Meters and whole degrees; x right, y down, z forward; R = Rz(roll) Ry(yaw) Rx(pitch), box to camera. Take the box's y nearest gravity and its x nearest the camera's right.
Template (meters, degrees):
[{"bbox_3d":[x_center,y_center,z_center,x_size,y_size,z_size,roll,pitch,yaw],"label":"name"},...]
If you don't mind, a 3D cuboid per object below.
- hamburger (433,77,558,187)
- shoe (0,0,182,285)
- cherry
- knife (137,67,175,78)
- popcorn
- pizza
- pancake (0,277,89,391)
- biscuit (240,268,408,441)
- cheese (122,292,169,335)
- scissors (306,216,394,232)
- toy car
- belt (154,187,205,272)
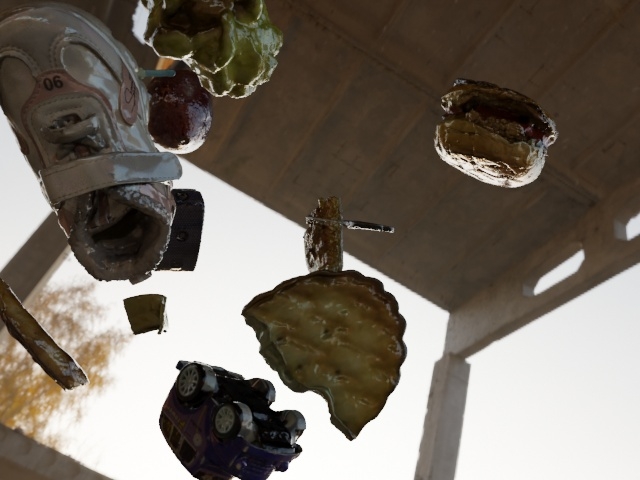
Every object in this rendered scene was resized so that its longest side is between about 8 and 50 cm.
[{"bbox_3d":[0.340,-0.206,1.153,0.245,0.244,0.162,25,-83,-5],"label":"hamburger"},{"bbox_3d":[-0.276,-0.111,0.726,0.172,0.198,0.350,-24,-51,-3],"label":"shoe"},{"bbox_3d":[-0.401,-0.359,1.649,0.203,0.300,0.230,9,-56,-18],"label":"cherry"},{"bbox_3d":[-0.397,-0.401,1.399,0.096,0.010,0.027,-5,-79,-14],"label":"knife"},{"bbox_3d":[-0.170,-0.356,0.939,0.195,0.255,0.256,-23,-69,15],"label":"popcorn"},{"bbox_3d":[-0.001,0.034,1.726,0.087,0.268,0.257,4,-28,-13],"label":"pizza"},{"bbox_3d":[-0.553,0.207,1.156,0.212,0.056,0.257,30,-30,35],"label":"pancake"},{"bbox_3d":[0.016,0.223,1.147,0.330,0.334,0.078,-4,-11,-9],"label":"biscuit"},{"bbox_3d":[-0.230,0.104,0.810,0.084,0.041,0.060,0,-75,39],"label":"cheese"},{"bbox_3d":[0.059,-0.045,1.517,0.109,0.022,0.300,6,1,-42],"label":"scissors"},{"bbox_3d":[-0.150,0.308,0.949,0.235,0.157,0.172,33,3,43],"label":"toy car"},{"bbox_3d":[-0.345,-0.020,1.351,0.126,0.139,0.230,-1,-43,-22],"label":"belt"}]
